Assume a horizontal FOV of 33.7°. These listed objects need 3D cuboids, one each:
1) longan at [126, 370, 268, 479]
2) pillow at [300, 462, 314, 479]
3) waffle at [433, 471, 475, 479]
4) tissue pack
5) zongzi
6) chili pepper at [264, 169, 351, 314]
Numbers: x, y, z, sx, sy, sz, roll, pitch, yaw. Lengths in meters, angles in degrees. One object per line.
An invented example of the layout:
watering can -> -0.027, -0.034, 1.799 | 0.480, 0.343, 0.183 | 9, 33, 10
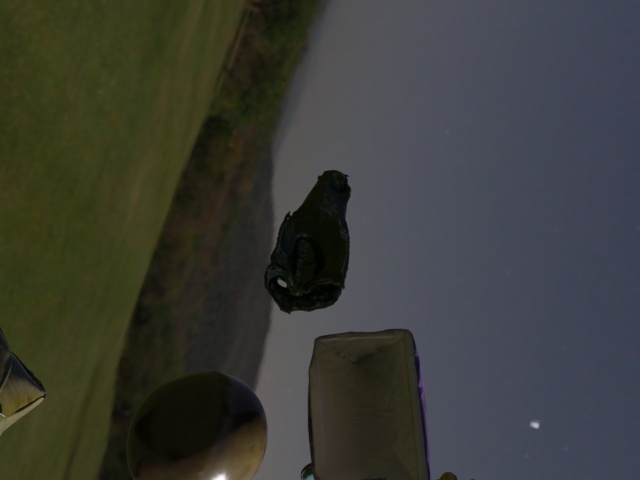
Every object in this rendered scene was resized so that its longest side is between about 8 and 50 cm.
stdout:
longan -> -0.176, 0.283, 1.519 | 0.220, 0.196, 0.196 | -32, -147, 42
pillow -> 0.041, 0.506, 2.057 | 0.086, 0.214, 0.233 | -99, -151, -53
waffle -> 0.235, 0.502, 1.736 | 0.238, 0.243, 0.059 | -29, 173, 34
tissue pack -> 0.075, 0.299, 1.509 | 0.338, 0.160, 0.242 | 79, 8, -62
zongzi -> -0.532, 0.189, 1.521 | 0.228, 0.115, 0.256 | -49, 123, -58
chili pepper -> 0.000, -0.001, 1.411 | 0.062, 0.108, 0.216 | 83, 23, -64
